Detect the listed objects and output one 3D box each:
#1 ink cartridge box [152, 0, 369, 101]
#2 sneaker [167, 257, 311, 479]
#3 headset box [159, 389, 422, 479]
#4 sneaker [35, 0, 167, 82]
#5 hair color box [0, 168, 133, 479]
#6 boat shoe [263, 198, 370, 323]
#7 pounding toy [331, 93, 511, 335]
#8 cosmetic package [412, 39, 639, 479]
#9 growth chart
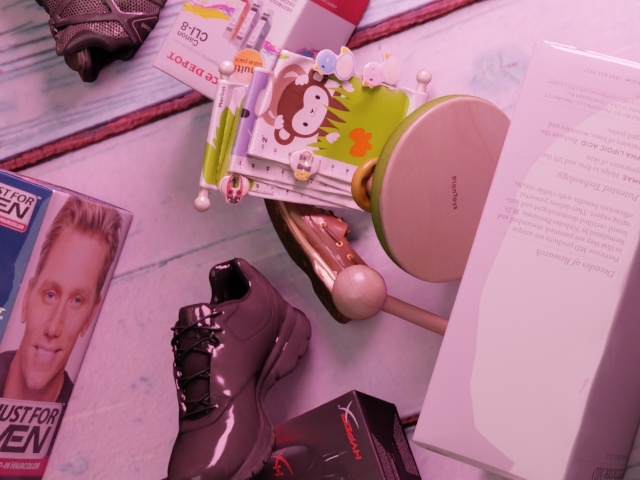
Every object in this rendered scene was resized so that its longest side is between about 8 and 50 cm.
[{"bbox_3d":[-0.059,-0.214,1.925,0.128,0.127,0.176,31,96,23],"label":"ink cartridge box"},{"bbox_3d":[-0.102,0.133,1.820,0.109,0.130,0.286,-20,32,27],"label":"sneaker"},{"bbox_3d":[-0.037,0.307,1.844,0.293,0.110,0.218,-26,67,18],"label":"headset box"},{"bbox_3d":[-0.283,-0.254,2.048,0.227,0.087,0.130,21,85,19],"label":"sneaker"},{"bbox_3d":[-0.330,0.107,1.971,0.105,0.174,0.347,19,91,23],"label":"hair color box"},{"bbox_3d":[0.000,0.000,1.913,0.060,0.064,0.178,-29,71,-15],"label":"boat shoe"},{"bbox_3d":[0.089,-0.034,1.835,0.110,0.183,0.237,22,96,49],"label":"pounding toy"},{"bbox_3d":[0.235,0.033,1.721,0.156,0.217,0.385,16,91,24],"label":"cosmetic package"},{"bbox_3d":[-0.006,-0.108,1.865,0.021,0.237,0.172,-157,71,-68],"label":"growth chart"}]
